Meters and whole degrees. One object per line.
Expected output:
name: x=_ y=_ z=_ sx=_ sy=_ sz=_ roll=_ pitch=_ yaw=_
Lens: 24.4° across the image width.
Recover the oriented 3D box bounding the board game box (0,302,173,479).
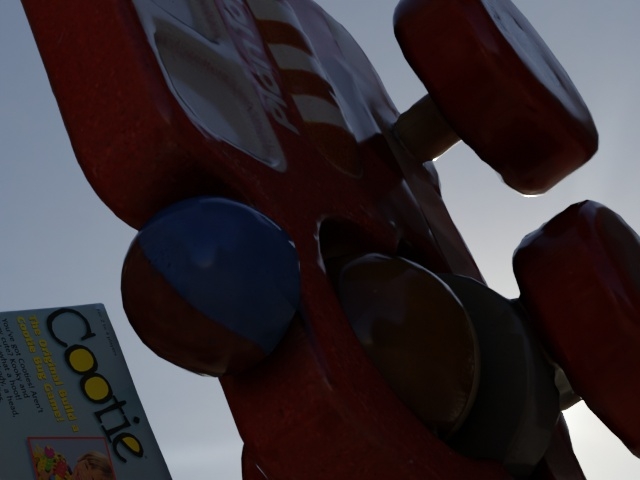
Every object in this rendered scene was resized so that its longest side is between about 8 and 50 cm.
board game box: x=-0.228 y=0.132 z=0.767 sx=0.142 sy=0.144 sz=0.275 roll=-33 pitch=-17 yaw=31

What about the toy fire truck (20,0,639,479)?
toy fire truck: x=0.000 y=0.000 z=0.527 sx=0.169 sy=0.302 sz=0.254 roll=-36 pitch=-34 yaw=21
